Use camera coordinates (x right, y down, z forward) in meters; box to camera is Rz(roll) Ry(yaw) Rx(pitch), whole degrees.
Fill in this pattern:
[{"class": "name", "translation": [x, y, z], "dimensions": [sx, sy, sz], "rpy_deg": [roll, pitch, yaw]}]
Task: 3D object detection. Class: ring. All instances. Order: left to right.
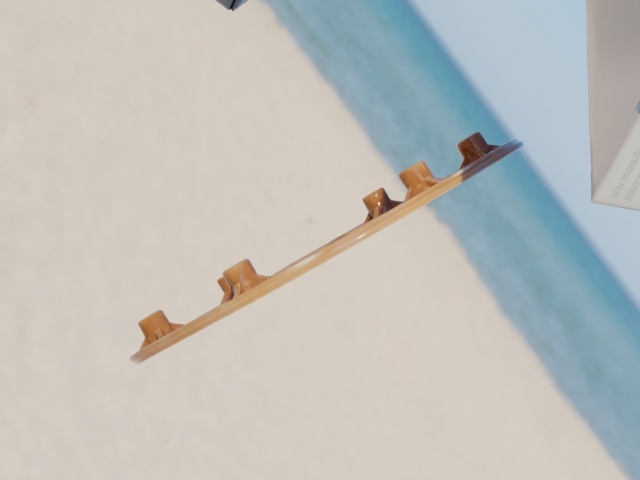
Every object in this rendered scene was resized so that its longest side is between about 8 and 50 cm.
[{"class": "ring", "translation": [0.000, 0.000, 1.206], "dimensions": [0.032, 0.337, 0.336], "rpy_deg": [60, 8, 0]}]

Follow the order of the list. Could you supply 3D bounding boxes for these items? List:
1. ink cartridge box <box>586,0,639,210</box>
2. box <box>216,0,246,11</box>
[{"class": "ink cartridge box", "translation": [0.276, -0.112, 0.841], "dimensions": [0.171, 0.233, 0.168], "rpy_deg": [107, -10, -55]}, {"class": "box", "translation": [-0.131, -0.349, 1.477], "dimensions": [0.233, 0.183, 0.059], "rpy_deg": [38, 49, 7]}]
